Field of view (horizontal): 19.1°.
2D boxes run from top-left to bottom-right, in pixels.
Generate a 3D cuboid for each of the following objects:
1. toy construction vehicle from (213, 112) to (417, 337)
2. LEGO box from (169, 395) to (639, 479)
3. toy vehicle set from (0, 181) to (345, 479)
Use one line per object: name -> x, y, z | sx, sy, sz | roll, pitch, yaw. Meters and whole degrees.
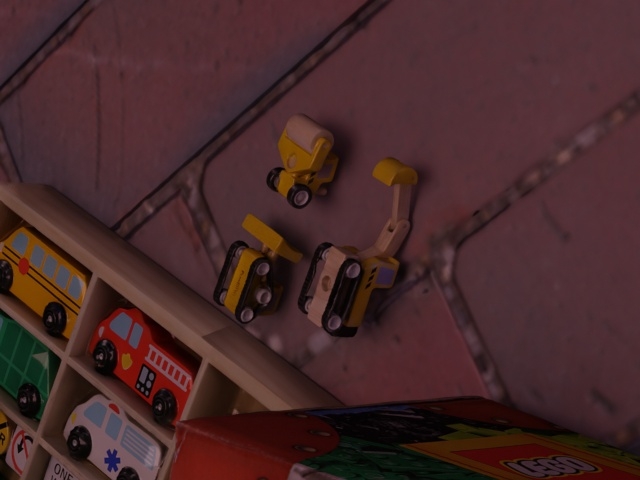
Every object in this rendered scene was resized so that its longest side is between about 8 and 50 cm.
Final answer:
toy construction vehicle -> 0.000, 0.000, 0.842 | 0.086, 0.035, 0.098 | 32, 108, 49
LEGO box -> 0.109, 0.337, 0.627 | 0.372, 0.193, 0.500 | 13, 97, 41
toy vehicle set -> -0.094, 0.102, 0.917 | 0.267, 0.035, 0.166 | 34, 111, 37
